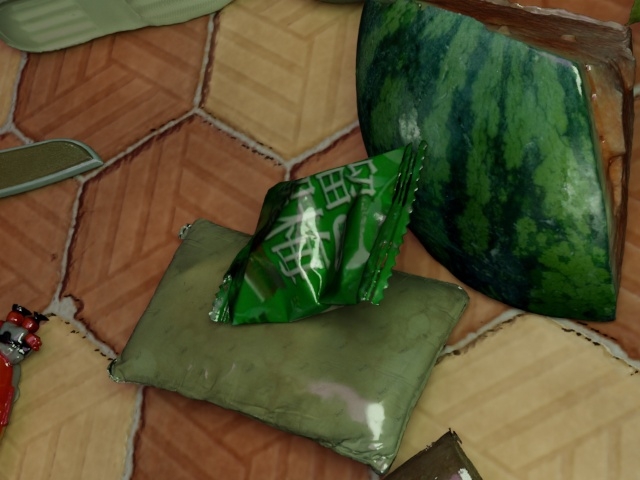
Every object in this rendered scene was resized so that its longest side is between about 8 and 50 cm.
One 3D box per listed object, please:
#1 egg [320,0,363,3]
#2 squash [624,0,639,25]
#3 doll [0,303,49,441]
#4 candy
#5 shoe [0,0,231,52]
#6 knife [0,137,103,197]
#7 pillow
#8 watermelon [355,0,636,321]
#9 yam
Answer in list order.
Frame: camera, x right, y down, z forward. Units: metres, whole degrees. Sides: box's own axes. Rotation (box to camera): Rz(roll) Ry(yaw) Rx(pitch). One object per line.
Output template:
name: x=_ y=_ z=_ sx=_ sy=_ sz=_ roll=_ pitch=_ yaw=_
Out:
egg: x=0.022 y=-0.296 z=1.095 sx=0.152 sy=0.114 sz=0.114 roll=-2 pitch=67 yaw=25
squash: x=0.336 y=-0.319 z=0.952 sx=0.252 sy=0.093 sz=0.169 roll=-29 pitch=60 yaw=-2
doll: x=-0.334 y=0.143 z=1.089 sx=0.109 sy=0.057 sz=0.169 roll=16 pitch=76 yaw=31
candy: x=0.003 y=0.000 z=0.904 sx=0.203 sy=0.078 sz=0.141 roll=-12 pitch=65 yaw=47
shoe: x=-0.209 y=-0.333 z=1.215 sx=0.363 sy=0.132 sz=0.160 roll=-13 pitch=58 yaw=23
knife: x=-0.396 y=-0.066 z=1.231 sx=0.343 sy=0.027 sz=0.061 roll=-10 pitch=62 yaw=17
pillow: x=-0.038 y=0.083 z=0.969 sx=0.302 sy=0.075 sz=0.185 roll=14 pitch=62 yaw=28
watermelon: x=0.132 y=-0.129 z=0.914 sx=0.292 sy=0.222 sz=0.319 roll=12 pitch=73 yaw=23
yam: x=0.076 y=0.218 z=0.860 sx=0.127 sy=0.084 sz=0.084 roll=-37 pitch=58 yaw=2
